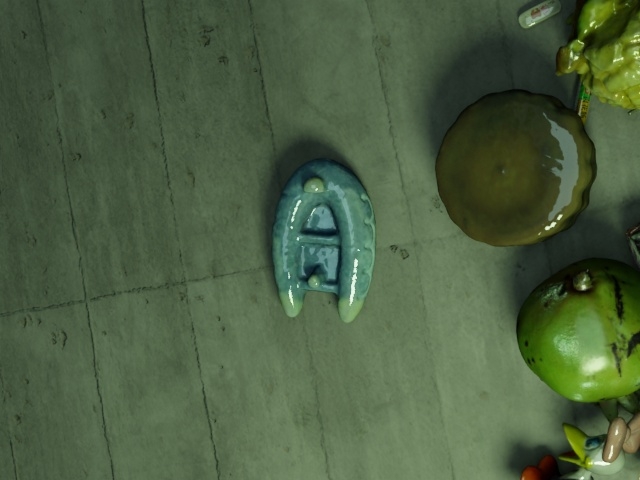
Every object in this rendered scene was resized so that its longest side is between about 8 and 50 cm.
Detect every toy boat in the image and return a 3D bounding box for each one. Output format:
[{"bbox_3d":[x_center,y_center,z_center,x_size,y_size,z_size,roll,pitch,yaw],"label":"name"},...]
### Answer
[{"bbox_3d":[0.000,0.000,1.725,0.215,0.123,0.330,7,94,17],"label":"toy boat"}]

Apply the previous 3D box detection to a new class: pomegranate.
[{"bbox_3d":[0.499,0.187,1.540,0.260,0.260,0.341,-27,113,14],"label":"pomegranate"}]

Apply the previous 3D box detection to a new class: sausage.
[{"bbox_3d":[0.497,-0.262,1.632,0.029,0.029,0.223,12,94,15],"label":"sausage"}]

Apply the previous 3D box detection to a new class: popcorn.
[{"bbox_3d":[0.549,-0.357,1.503,0.270,0.224,0.258,-36,45,-5],"label":"popcorn"}]

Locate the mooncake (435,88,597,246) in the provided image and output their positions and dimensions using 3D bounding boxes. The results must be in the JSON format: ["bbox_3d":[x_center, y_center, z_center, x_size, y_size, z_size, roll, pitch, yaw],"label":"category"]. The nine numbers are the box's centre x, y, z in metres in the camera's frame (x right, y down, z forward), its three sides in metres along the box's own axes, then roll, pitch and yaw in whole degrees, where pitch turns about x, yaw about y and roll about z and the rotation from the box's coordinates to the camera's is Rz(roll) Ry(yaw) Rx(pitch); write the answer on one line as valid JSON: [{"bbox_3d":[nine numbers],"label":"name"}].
[{"bbox_3d":[0.364,-0.133,1.590,0.290,0.161,0.291,1,91,27],"label":"mooncake"}]

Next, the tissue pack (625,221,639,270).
[{"bbox_3d":[0.741,0.014,1.524,0.332,0.123,0.245,-29,77,11],"label":"tissue pack"}]

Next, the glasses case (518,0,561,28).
[{"bbox_3d":[0.422,-0.437,1.655,0.083,0.021,0.032,-26,82,14],"label":"glasses case"}]

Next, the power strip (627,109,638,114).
[{"bbox_3d":[0.688,-0.299,1.576,0.267,0.034,0.092,-29,83,14],"label":"power strip"}]

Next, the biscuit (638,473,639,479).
[{"bbox_3d":[0.618,0.338,1.545,0.035,0.162,0.250,15,83,28],"label":"biscuit"}]

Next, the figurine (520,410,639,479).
[{"bbox_3d":[0.453,0.474,1.552,0.193,0.154,0.421,27,109,39],"label":"figurine"}]
